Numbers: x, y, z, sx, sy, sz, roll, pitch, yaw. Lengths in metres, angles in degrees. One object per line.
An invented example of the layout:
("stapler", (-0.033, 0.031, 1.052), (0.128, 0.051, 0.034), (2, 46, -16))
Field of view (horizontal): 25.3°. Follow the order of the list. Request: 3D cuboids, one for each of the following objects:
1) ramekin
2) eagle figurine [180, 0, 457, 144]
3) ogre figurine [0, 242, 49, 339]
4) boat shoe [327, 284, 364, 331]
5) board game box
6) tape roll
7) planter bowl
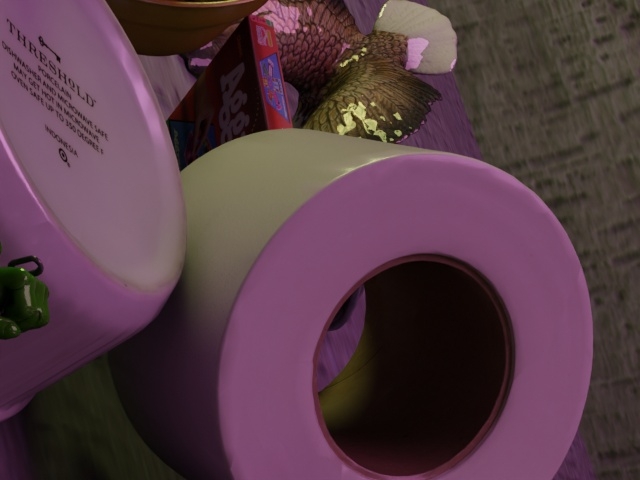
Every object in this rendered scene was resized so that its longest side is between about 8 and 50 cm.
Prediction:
("ramekin", (-0.173, -0.046, 0.727), (0.273, 0.127, 0.273), (58, 19, -33))
("eagle figurine", (0.007, -0.154, 1.391), (0.298, 0.226, 0.225), (30, 61, -74))
("ogre figurine", (-0.205, 0.014, 0.536), (0.197, 0.118, 0.097), (-17, 92, -67))
("boat shoe", (-0.003, 0.001, 1.214), (0.320, 0.118, 0.103), (90, -6, -76))
("board game box", (-0.062, -0.019, 1.059), (0.027, 0.145, 0.281), (15, 48, -32))
("tape roll", (0.015, 0.060, 0.846), (0.169, 0.246, 0.246), (18, -39, 60))
("planter bowl", (-0.127, -0.203, 1.081), (0.217, 0.217, 0.090), (-94, -165, -48))
